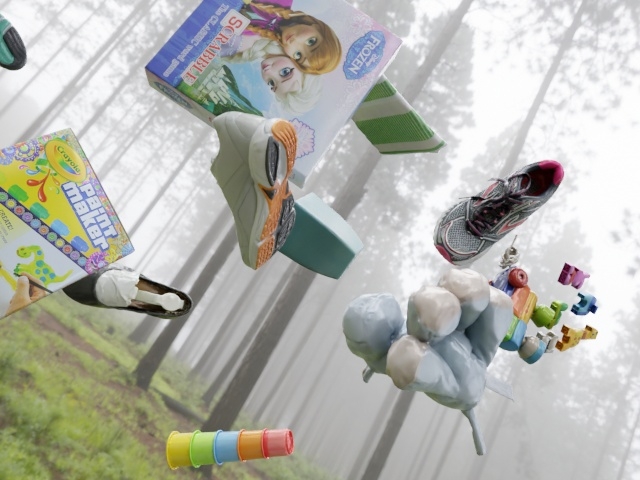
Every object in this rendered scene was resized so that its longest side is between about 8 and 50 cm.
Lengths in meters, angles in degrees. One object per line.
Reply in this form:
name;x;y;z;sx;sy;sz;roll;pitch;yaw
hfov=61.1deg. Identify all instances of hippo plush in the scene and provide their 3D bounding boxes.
hippo plush;0.175;0.159;0.925;0.294;0.234;0.237;44;-17;-32

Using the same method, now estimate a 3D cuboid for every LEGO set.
LEGO set;0.552;0.169;1.173;0.093;0.227;0.087;4;23;-23

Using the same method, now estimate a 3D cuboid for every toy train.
toy train;0.411;0.115;1.091;0.143;0.248;0.105;38;-29;-4

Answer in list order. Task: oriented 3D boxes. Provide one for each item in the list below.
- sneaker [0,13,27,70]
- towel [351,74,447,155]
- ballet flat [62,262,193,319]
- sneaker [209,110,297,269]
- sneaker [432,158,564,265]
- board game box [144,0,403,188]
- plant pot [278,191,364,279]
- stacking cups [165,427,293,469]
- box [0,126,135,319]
sneaker;-0.635;-0.394;1.006;0.224;0.083;0.098;42;-16;-9
towel;0.109;-0.307;1.183;0.325;0.038;0.248;43;-11;-24
ballet flat;-0.380;0.103;1.114;0.096;0.095;0.280;0;-14;42
sneaker;-0.108;-0.076;0.814;0.121;0.099;0.262;24;-51;20
sneaker;0.347;-0.067;1.073;0.121;0.299;0.112;51;-11;8
board game box;-0.072;-0.307;0.935;0.318;0.318;0.066;34;-15;-1
plant pot;0.000;0.000;1.648;0.234;0.165;0.165;37;23;6
stacking cups;-0.226;0.524;1.382;0.316;0.096;0.096;-7;-29;7
box;-0.448;0.014;0.702;0.290;0.279;0.177;-11;-73;50
